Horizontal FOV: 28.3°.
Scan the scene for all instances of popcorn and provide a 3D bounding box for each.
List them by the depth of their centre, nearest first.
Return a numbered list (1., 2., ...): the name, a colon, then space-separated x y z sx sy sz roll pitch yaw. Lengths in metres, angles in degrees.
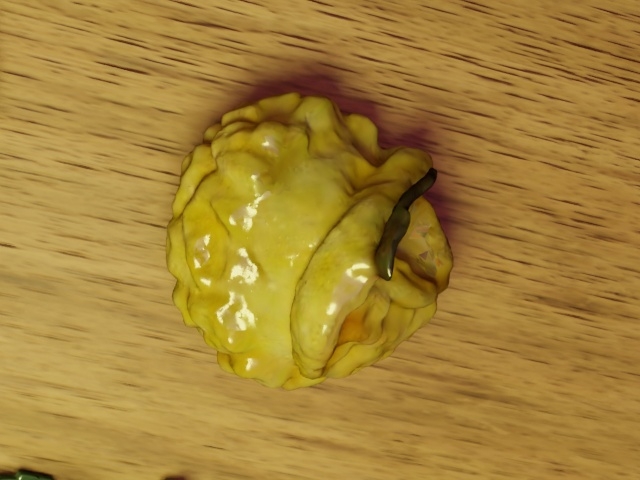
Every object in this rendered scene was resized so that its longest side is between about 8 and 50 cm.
1. popcorn: 0.000 0.000 1.430 0.349 0.382 0.349 0 90 -27

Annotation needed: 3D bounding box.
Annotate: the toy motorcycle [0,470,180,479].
1. toy motorcycle: -0.253 0.374 1.514 0.326 0.191 0.200 15 89 -27
